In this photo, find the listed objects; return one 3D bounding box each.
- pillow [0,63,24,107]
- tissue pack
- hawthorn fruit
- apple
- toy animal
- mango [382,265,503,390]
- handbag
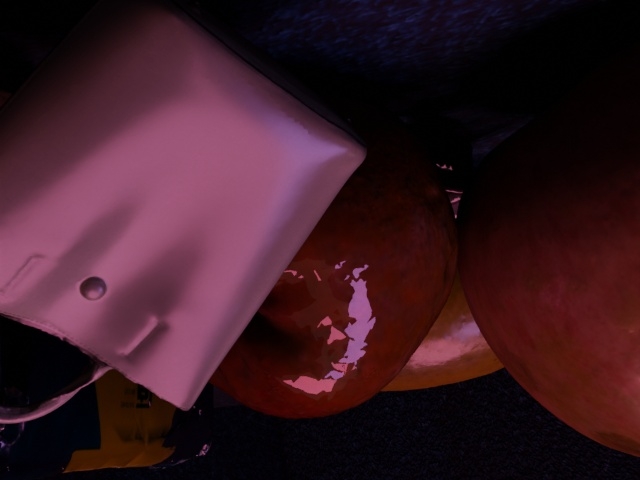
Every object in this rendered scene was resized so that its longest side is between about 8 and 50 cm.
[{"bbox_3d":[-0.280,-0.110,0.705,0.135,0.049,0.248,-11,171,7],"label":"pillow"},{"bbox_3d":[-0.275,0.080,1.010,0.253,0.264,0.416,-3,169,15],"label":"tissue pack"},{"bbox_3d":[0.000,0.000,0.955,0.298,0.277,0.277,-12,171,-39],"label":"hawthorn fruit"},{"bbox_3d":[0.303,0.011,0.959,0.363,0.364,0.364,-10,167,-2],"label":"apple"},{"bbox_3d":[0.070,-0.044,1.169,0.195,0.091,0.324,14,154,-29],"label":"toy animal"},{"bbox_3d":[0.076,0.072,1.330,0.444,0.221,0.301,-16,-165,3],"label":"mango"},{"bbox_3d":[-0.128,0.005,0.720,0.241,0.315,0.109,34,-174,-33],"label":"handbag"}]
